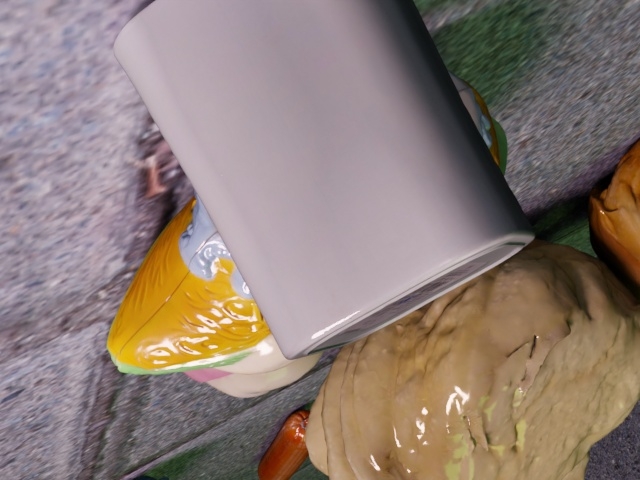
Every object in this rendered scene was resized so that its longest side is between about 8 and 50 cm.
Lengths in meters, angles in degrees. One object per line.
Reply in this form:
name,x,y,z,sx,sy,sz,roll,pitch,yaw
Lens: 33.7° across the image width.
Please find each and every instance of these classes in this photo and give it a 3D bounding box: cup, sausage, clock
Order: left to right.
sausage,-0.046,0.297,1.485,0.053,0.053,0.348,-27,164,-21
clock,0.000,0.000,0.519,0.231,0.103,0.144,-29,157,-20
cup,0.008,-0.035,0.379,0.095,0.129,0.128,-30,170,16

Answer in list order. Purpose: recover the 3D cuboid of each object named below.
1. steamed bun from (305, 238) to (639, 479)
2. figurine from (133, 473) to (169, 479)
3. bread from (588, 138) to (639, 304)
steamed bun,0.153,0.159,1.061,0.325,0.230,0.372,26,94,-44
figurine,-0.197,0.297,1.139,0.068,0.075,0.140,-24,174,-36
bread,0.384,0.001,1.154,0.148,0.195,0.344,-55,163,4
